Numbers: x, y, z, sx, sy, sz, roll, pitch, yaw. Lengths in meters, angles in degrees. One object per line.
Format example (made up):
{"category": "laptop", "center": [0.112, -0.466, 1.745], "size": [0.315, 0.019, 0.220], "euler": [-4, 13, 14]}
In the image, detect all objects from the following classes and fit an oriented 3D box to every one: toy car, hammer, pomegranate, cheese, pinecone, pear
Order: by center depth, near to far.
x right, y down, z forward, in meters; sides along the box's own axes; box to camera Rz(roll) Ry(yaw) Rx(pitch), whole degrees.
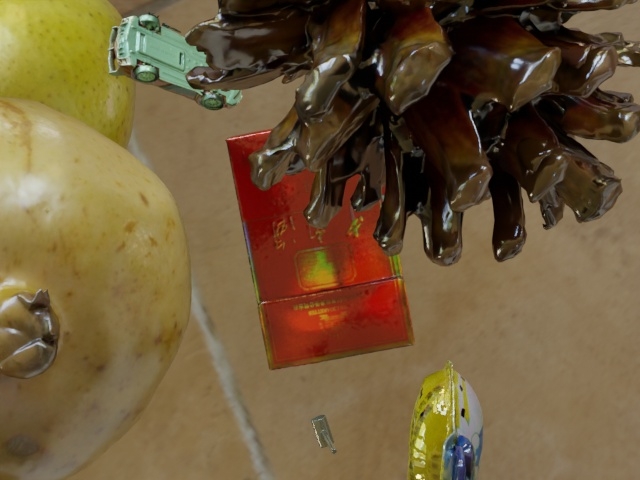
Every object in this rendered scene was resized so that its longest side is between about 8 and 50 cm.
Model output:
{"category": "pinecone", "center": [0.044, -0.072, 0.587], "size": [0.195, 0.150, 0.179], "euler": [25, 146, -10]}
{"category": "pomegranate", "center": [-0.265, 0.044, 1.086], "size": [0.342, 0.342, 0.343], "euler": [5, 103, 22]}
{"category": "toy car", "center": [-0.119, -0.146, 1.170], "size": [0.035, 0.122, 0.059], "euler": [-29, 52, 41]}
{"category": "cheese", "center": [0.111, 0.192, 1.225], "size": [0.064, 0.250, 0.157], "euler": [4, 101, 0]}
{"category": "hammer", "center": [0.007, 0.232, 1.618], "size": [0.019, 0.110, 0.036], "euler": [-19, 97, -4]}
{"category": "pear", "center": [-0.420, -0.169, 1.751], "size": [0.362, 0.418, 0.362], "euler": [22, 138, 22]}

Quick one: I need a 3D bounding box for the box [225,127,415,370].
{"category": "box", "center": [0.001, -0.001, 1.840], "size": [0.197, 0.089, 0.313], "euler": [-11, 97, 0]}
